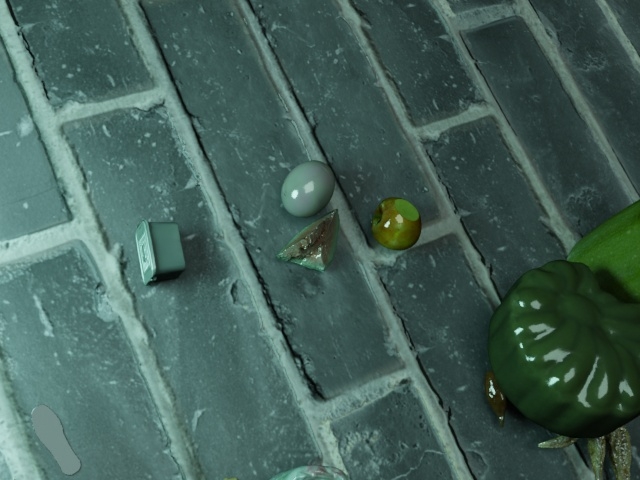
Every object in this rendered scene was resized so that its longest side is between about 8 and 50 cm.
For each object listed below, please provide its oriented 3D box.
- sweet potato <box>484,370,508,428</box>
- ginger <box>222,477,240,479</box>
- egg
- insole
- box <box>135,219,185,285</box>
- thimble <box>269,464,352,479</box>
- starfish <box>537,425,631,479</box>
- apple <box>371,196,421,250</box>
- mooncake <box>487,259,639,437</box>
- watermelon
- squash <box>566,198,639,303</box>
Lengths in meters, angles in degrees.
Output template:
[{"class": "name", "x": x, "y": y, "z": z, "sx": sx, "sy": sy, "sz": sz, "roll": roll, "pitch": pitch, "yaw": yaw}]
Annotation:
[{"class": "sweet potato", "x": 0.367, "y": 0.329, "z": 1.559, "sx": 0.049, "sy": 0.049, "sz": 0.117, "roll": 3, "pitch": 68, "yaw": -16}, {"class": "ginger", "x": -0.170, "y": 0.496, "z": 1.313, "sx": 0.096, "sy": 0.067, "sz": 0.165, "roll": 26, "pitch": 63, "yaw": 18}, {"class": "egg", "x": -0.025, "y": -0.108, "z": 1.568, "sx": 0.103, "sy": 0.103, "sz": 0.135, "roll": 36, "pitch": 63, "yaw": -2}, {"class": "insole", "x": -0.461, "y": 0.347, "z": 1.314, "sx": 0.045, "sy": 0.002, "sz": 0.135, "roll": -32, "pitch": 82, "yaw": -24}, {"class": "box", "x": -0.307, "y": 0.021, "z": 1.445, "sx": 0.069, "sy": 0.084, "sz": 0.122, "roll": -5, "pitch": 73, "yaw": -27}, {"class": "thimble", "x": -0.027, "y": 0.497, "z": 1.314, "sx": 0.185, "sy": 0.149, "sz": 0.211, "roll": 42, "pitch": 63, "yaw": -1}, {"class": "starfish", "x": 0.599, "y": 0.385, "z": 1.582, "sx": 0.302, "sy": 0.084, "sz": 0.293, "roll": 25, "pitch": 61, "yaw": 1}, {"class": "apple", "x": 0.162, "y": -0.034, "z": 1.604, "sx": 0.102, "sy": 0.099, "sz": 0.114, "roll": 20, "pitch": 40, "yaw": -19}, {"class": "mooncake", "x": 0.514, "y": 0.214, "z": 1.515, "sx": 0.352, "sy": 0.187, "sz": 0.351, "roll": 5, "pitch": 59, "yaw": -9}, {"class": "watermelon", "x": -0.002, "y": 0.000, "z": 1.559, "sx": 0.101, "sy": 0.080, "sz": 0.155, "roll": 41, "pitch": 48, "yaw": -9}, {"class": "squash", "x": 0.736, "y": 0.029, "z": 1.602, "sx": 0.263, "sy": 0.384, "sz": 0.263, "roll": 6, "pitch": 67, "yaw": -14}]
